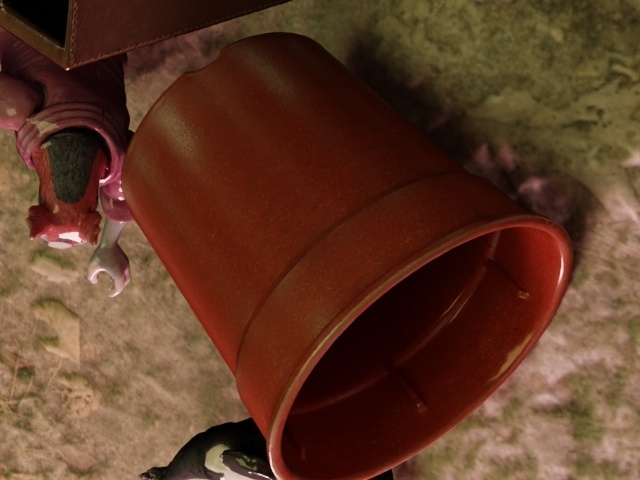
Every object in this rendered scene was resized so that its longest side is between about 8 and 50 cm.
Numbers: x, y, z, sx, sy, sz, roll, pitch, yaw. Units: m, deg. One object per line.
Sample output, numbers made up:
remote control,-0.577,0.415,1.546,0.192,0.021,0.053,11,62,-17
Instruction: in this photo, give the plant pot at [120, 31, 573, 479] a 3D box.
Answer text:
plant pot,0.000,0.000,1.310,0.265,0.272,0.272,48,136,29

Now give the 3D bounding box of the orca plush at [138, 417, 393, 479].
orca plush,-0.036,0.185,1.572,0.151,0.102,0.287,27,158,-24

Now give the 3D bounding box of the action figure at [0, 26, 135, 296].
action figure,-0.197,-0.132,1.431,0.276,0.248,0.370,-45,39,24

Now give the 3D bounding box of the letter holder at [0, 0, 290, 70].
letter holder,-0.102,-0.279,1.235,0.152,0.302,0.214,34,129,30
